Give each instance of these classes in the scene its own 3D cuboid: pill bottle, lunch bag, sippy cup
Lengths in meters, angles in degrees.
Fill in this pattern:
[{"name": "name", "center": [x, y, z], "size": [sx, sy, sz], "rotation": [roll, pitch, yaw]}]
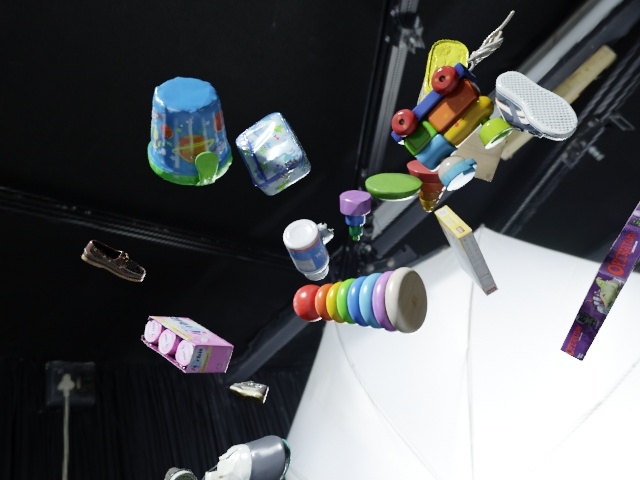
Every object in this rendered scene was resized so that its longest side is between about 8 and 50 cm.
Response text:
[{"name": "pill bottle", "center": [-0.040, 0.041, 1.703], "size": [0.124, 0.124, 0.221], "rotation": [-23, -39, -1]}, {"name": "lunch bag", "center": [-0.142, -0.252, 1.444], "size": [0.176, 0.218, 0.090], "rotation": [-30, -28, 9]}, {"name": "sippy cup", "center": [-0.362, -0.311, 1.355], "size": [0.240, 0.306, 0.224], "rotation": [-52, -16, -39]}]

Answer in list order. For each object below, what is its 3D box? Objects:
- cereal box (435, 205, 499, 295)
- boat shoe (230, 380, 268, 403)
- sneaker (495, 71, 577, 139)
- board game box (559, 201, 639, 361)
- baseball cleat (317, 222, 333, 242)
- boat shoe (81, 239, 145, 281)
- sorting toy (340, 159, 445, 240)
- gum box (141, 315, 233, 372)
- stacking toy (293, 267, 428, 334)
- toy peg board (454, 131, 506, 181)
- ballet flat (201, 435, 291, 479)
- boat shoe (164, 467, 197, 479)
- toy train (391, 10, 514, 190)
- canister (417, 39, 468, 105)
[{"name": "cereal box", "center": [0.427, 0.030, 1.445], "size": [0.047, 0.173, 0.240], "rotation": [-32, -60, 5]}, {"name": "boat shoe", "center": [-0.197, 0.422, 1.388], "size": [0.152, 0.049, 0.056], "rotation": [-4, -50, 46]}, {"name": "sneaker", "center": [0.672, -0.398, 1.548], "size": [0.126, 0.321, 0.127], "rotation": [-25, -38, -2]}, {"name": "board game box", "center": [0.551, 0.040, 0.899], "size": [0.347, 0.056, 0.208], "rotation": [-38, -42, -34]}, {"name": "baseball cleat", "center": [0.000, 0.000, 1.892], "size": [0.109, 0.072, 0.206], "rotation": [-56, -9, -7]}, {"name": "boat shoe", "center": [-0.670, 0.068, 1.623], "size": [0.207, 0.073, 0.073], "rotation": [27, -74, -27]}, {"name": "sorting toy", "center": [0.186, -0.089, 1.161], "size": [0.366, 0.127, 0.126], "rotation": [-25, -55, -37]}, {"name": "gum box", "center": [-0.296, 0.224, 1.083], "size": [0.107, 0.189, 0.062], "rotation": [17, -89, -50]}, {"name": "stacking toy", "center": [0.069, 0.145, 1.127], "size": [0.331, 0.141, 0.141], "rotation": [-9, -23, 39]}, {"name": "toy peg board", "center": [0.605, -0.329, 1.891], "size": [0.079, 0.161, 0.160], "rotation": [-34, -39, -64]}, {"name": "ballet flat", "center": [-0.111, 0.311, 0.653], "size": [0.074, 0.074, 0.203], "rotation": [5, -36, -33]}, {"name": "boat shoe", "center": [-0.268, 0.591, 1.055], "size": [0.081, 0.227, 0.069], "rotation": [-23, 6, -34]}, {"name": "toy train", "center": [0.239, -0.204, 0.750], "size": [0.248, 0.143, 0.105], "rotation": [-45, -22, 28]}, {"name": "canister", "center": [0.241, -0.300, 1.006], "size": [0.074, 0.126, 0.170], "rotation": [10, -17, 4]}]
